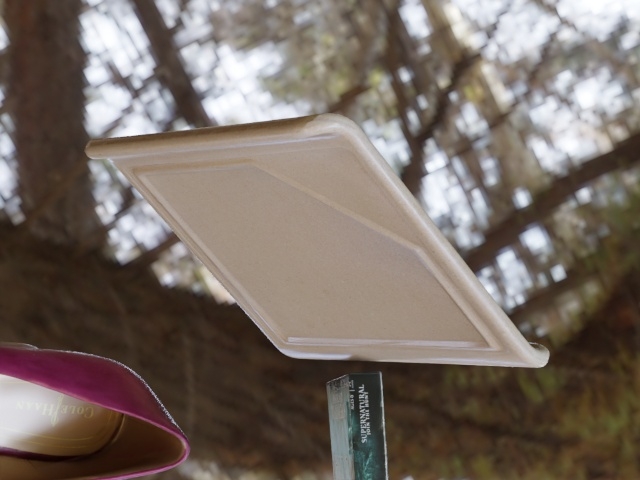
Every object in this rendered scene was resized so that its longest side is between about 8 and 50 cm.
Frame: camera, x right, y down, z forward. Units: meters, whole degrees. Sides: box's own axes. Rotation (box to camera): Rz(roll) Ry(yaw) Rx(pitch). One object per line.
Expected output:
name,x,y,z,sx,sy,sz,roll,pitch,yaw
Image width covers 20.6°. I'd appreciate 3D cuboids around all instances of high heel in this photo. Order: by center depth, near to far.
high heel,-0.271,0.126,1.212,0.181,0.127,0.377,18,-163,39

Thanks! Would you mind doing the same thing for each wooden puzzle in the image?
wooden puzzle,0.000,0.000,1.071,0.221,0.239,0.044,-2,-128,47

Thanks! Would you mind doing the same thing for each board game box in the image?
board game box,0.026,0.156,1.214,0.026,0.126,0.186,-3,173,-4
